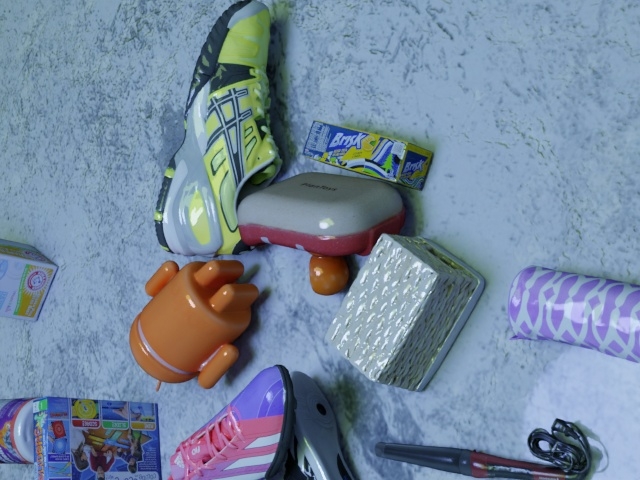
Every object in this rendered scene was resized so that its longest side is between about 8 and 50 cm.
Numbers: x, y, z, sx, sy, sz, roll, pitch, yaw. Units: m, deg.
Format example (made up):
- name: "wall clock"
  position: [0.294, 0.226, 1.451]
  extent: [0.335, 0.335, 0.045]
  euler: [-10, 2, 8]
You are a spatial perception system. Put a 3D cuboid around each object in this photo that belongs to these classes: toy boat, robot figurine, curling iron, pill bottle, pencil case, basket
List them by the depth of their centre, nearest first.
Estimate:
- name: "pencil case"
  position: [0.296, 0.083, 1.030]
  extent: [0.206, 0.086, 0.088]
  euler: [14, 113, 43]
- name: "curling iron"
  position: [0.180, 0.240, 1.121]
  extent: [0.274, 0.035, 0.068]
  euler: [-10, 70, 38]
- name: "basket"
  position: [0.097, 0.083, 1.182]
  extent: [0.113, 0.103, 0.167]
  euler: [38, 104, 38]
- name: "toy boat"
  position: [0.000, 0.000, 1.281]
  extent: [0.231, 0.151, 0.151]
  euler: [11, 116, 41]
- name: "robot figurine"
  position: [-0.186, 0.115, 1.401]
  extent: [0.219, 0.158, 0.128]
  euler: [-44, 15, 24]
- name: "pill bottle"
  position: [-0.511, 0.318, 1.643]
  extent: [0.193, 0.108, 0.108]
  euler: [-10, 74, 39]

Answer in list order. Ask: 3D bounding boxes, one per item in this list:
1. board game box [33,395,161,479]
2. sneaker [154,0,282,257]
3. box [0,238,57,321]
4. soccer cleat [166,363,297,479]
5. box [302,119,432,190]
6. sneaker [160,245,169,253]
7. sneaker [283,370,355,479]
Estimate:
- name: "board game box"
  position: [-0.318, 0.299, 1.421]
  extent: [0.035, 0.201, 0.136]
  euler: [-20, 67, 36]
- name: "sneaker"
  position: [-0.118, -0.156, 1.425]
  extent: [0.147, 0.145, 0.385]
  euler: [12, 85, 11]
- name: "box"
  position: [-0.576, 0.057, 1.695]
  extent: [0.103, 0.203, 0.114]
  euler: [29, 97, 40]
- name: "soccer cleat"
  position: [-0.125, 0.271, 1.256]
  extent: [0.109, 0.116, 0.318]
  euler: [-102, 31, -42]
- name: "box"
  position: [0.060, -0.113, 1.288]
  extent: [0.168, 0.059, 0.054]
  euler: [21, 95, 41]
- name: "sneaker"
  position: [-0.226, -0.038, 1.520]
  extent: [0.070, 0.050, 0.134]
  euler: [118, 154, -46]
- name: "sneaker"
  position: [-0.032, 0.286, 1.261]
  extent: [0.121, 0.079, 0.217]
  euler: [-39, 58, 28]
